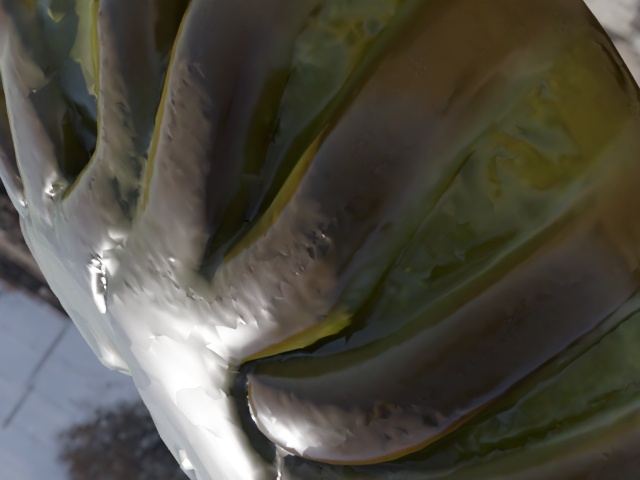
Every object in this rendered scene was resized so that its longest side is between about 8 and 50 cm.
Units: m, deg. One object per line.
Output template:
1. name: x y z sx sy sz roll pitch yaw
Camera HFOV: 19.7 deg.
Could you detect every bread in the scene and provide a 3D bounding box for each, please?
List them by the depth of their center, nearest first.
1. bread: 0.000 0.000 0.613 0.333 0.160 0.333 48 162 21
